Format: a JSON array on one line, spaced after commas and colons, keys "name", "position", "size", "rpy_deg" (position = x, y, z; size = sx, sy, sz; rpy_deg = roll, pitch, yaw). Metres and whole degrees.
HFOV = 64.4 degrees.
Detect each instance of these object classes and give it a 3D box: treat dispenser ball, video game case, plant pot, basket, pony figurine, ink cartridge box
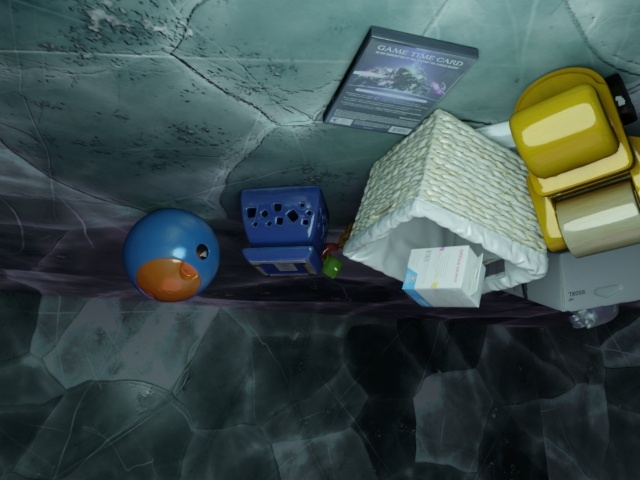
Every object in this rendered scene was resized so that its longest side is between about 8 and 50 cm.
[{"name": "treat dispenser ball", "position": [-0.453, 0.045, 1.557], "size": [0.287, 0.289, 0.288], "rpy_deg": [0, 162, 0]}, {"name": "video game case", "position": [0.135, -0.282, 0.953], "size": [0.195, 0.026, 0.274], "rpy_deg": [5, 161, -15]}, {"name": "plant pot", "position": [-0.101, -0.016, 1.484], "size": [0.235, 0.212, 0.236], "rpy_deg": [-1, 163, 8]}, {"name": "basket", "position": [0.282, -0.056, 1.136], "size": [0.331, 0.267, 0.328], "rpy_deg": [25, 156, -14]}, {"name": "pony figurine", "position": [1.102, 0.146, 1.949], "size": [0.350, 0.303, 0.363], "rpy_deg": [-14, 144, 14]}, {"name": "ink cartridge box", "position": [0.718, 0.074, 1.529], "size": [0.285, 0.167, 0.395], "rpy_deg": [-8, -172, -12]}, {"name": "ink cartridge box", "position": [0.250, 0.073, 0.994], "size": [0.143, 0.092, 0.090], "rpy_deg": [-4, 147, 40]}]

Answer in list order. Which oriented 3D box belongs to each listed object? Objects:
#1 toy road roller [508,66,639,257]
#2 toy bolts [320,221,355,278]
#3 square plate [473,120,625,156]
[{"name": "toy road roller", "position": [0.453, -0.139, 0.897], "size": [0.202, 0.330, 0.240], "rpy_deg": [-21, 169, 37]}, {"name": "toy bolts", "position": [0.000, 0.000, 1.692], "size": [0.158, 0.218, 0.228], "rpy_deg": [33, 175, -12]}, {"name": "square plate", "position": [0.516, -0.193, 1.185], "size": [0.346, 0.049, 0.344], "rpy_deg": [-8, 160, 27]}]
